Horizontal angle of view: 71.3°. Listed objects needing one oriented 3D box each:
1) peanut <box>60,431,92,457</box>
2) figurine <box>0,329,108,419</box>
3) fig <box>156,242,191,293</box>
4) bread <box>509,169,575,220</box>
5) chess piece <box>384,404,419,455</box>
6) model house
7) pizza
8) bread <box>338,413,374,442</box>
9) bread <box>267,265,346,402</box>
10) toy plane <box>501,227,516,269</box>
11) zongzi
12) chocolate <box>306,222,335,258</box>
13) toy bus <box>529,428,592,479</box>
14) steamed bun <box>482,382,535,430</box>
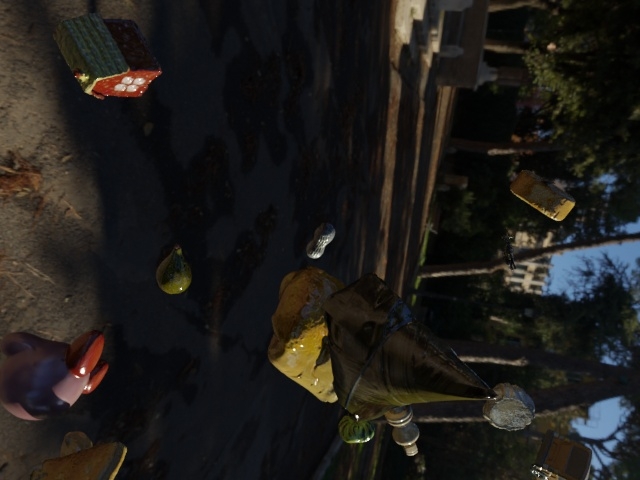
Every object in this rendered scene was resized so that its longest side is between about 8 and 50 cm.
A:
[{"bbox_3d":[-0.651,0.622,1.202,0.214,0.100,0.099,58,-2,23],"label":"peanut"},{"bbox_3d":[-0.753,0.386,1.243,0.269,0.262,0.211,116,-25,-46],"label":"figurine"},{"bbox_3d":[-0.535,0.098,1.601,0.133,0.127,0.184,-62,143,-64],"label":"fig"},{"bbox_3d":[0.552,-0.118,1.104,0.122,0.149,0.073,-13,138,-57],"label":"bread"},{"bbox_3d":[0.286,0.628,1.628,0.117,0.117,0.396,-59,133,-58],"label":"chess piece"},{"bbox_3d":[-0.633,-0.536,1.303,0.195,0.160,0.254,61,29,-6],"label":"model house"},{"bbox_3d":[-0.596,0.581,1.030,0.289,0.229,0.081,-50,134,-38],"label":"pizza"},{"bbox_3d":[0.140,0.721,1.721,0.130,0.139,0.071,-53,148,-71],"label":"bread"},{"bbox_3d":[0.004,0.283,1.452,0.394,0.250,0.360,51,37,-38],"label":"bread"},{"bbox_3d":[0.532,0.023,1.260,0.049,0.031,0.120,6,77,-75],"label":"toy plane"},{"bbox_3d":[0.135,0.235,0.710,0.139,0.300,0.285,-28,127,-30],"label":"zongzi"},{"bbox_3d":[0.000,0.000,1.658,0.167,0.072,0.072,-59,180,32],"label":"chocolate"},{"bbox_3d":[0.498,0.482,0.916,0.091,0.103,0.182,-49,135,-30],"label":"toy bus"},{"bbox_3d":[0.677,0.594,1.607,0.106,0.183,0.182,-61,155,-61],"label":"steamed bun"}]
